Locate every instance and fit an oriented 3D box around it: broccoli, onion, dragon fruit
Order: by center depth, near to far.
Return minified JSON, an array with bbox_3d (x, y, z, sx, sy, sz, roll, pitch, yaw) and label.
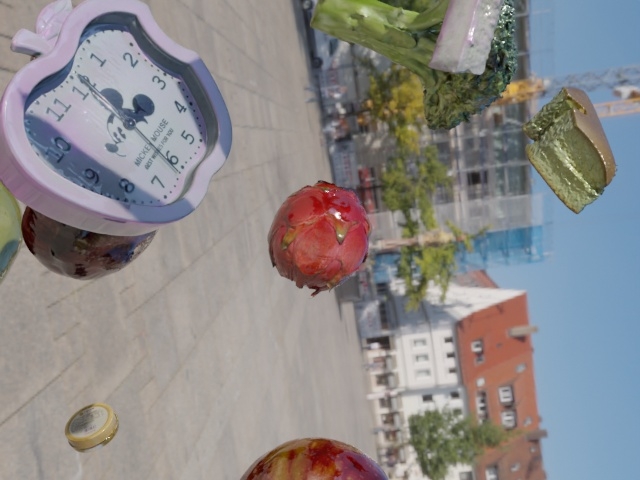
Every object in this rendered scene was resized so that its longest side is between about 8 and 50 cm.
[{"bbox_3d":[-0.417,-0.028,1.265,0.190,0.246,0.246,57,-6,23],"label":"onion"},{"bbox_3d":[0.202,-0.381,1.374,0.275,0.397,0.353,-58,135,-53],"label":"broccoli"},{"bbox_3d":[-0.002,-0.010,1.532,0.241,0.252,0.241,47,-7,8],"label":"dragon fruit"}]

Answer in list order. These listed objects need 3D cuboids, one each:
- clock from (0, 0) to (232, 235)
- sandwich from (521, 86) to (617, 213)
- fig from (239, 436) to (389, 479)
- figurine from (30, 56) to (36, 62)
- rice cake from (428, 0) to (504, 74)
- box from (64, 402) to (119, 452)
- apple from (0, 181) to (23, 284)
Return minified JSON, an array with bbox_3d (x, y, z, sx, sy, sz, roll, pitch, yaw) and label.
[{"bbox_3d":[-0.296,-0.171,0.969,0.338,0.102,0.338,12,71,-38],"label":"clock"},{"bbox_3d":[0.358,-0.152,0.994,0.090,0.088,0.244,-49,-162,39],"label":"sandwich"},{"bbox_3d":[-0.001,0.272,0.669,0.207,0.175,0.175,-3,85,-79],"label":"fig"},{"bbox_3d":[-0.497,-0.345,1.464,0.234,0.127,0.185,48,8,26],"label":"figurine"},{"bbox_3d":[0.170,-0.292,0.706,0.055,0.049,0.270,10,-99,53],"label":"rice cake"},{"bbox_3d":[-0.468,0.382,1.396,0.105,0.105,0.037,-92,170,-56],"label":"box"},{"bbox_3d":[-0.782,-0.032,1.335,0.357,0.357,0.357,-8,90,-86],"label":"apple"}]
